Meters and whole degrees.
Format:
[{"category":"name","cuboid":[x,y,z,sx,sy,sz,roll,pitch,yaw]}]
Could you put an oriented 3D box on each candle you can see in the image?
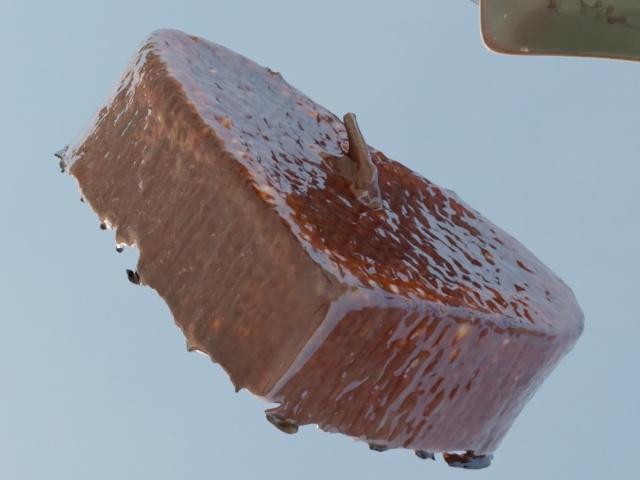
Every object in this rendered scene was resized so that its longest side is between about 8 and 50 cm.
[{"category":"candle","cuboid":[0.000,0.000,1.080,0.317,0.287,0.131,34,-72,0]}]

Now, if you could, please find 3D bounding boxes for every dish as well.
[{"category":"dish","cuboid":[0.217,-0.200,1.310,0.212,0.151,0.077,9,-151,25]}]

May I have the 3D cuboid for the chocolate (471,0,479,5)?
[{"category":"chocolate","cuboid":[0.167,-0.233,1.620,0.125,0.148,0.080,50,-53,21]}]
